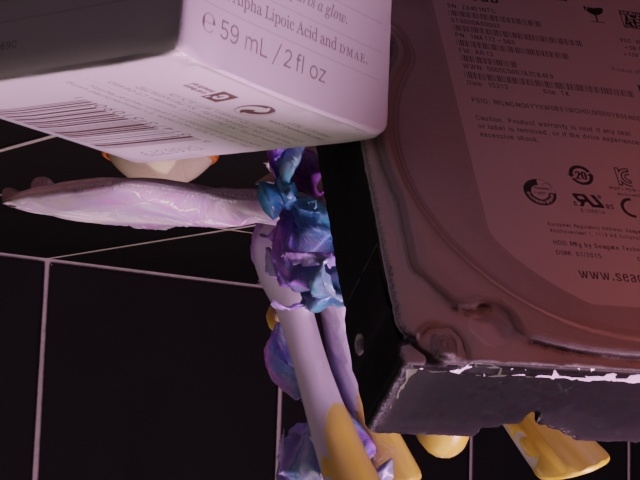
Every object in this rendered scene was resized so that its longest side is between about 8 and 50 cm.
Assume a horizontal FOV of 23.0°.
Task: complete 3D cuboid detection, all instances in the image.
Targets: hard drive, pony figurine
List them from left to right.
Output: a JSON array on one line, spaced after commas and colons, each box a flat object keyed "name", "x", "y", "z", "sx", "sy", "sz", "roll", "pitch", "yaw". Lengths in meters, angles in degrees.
[{"name": "pony figurine", "x": 0.000, "y": 0.000, "z": 1.045, "sx": 0.302, "sy": 0.363, "sz": 0.351, "roll": -19, "pitch": -179, "yaw": -36}, {"name": "hard drive", "x": 0.114, "y": -0.057, "z": 0.789, "sx": 0.236, "sy": 0.339, "sz": 0.064, "roll": 5, "pitch": 139, "yaw": -17}]

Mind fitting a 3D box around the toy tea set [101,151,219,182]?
[{"name": "toy tea set", "x": -0.144, "y": -0.106, "z": 1.164, "sx": 0.200, "sy": 0.124, "sz": 0.336, "roll": -4, "pitch": 170, "yaw": 37}]

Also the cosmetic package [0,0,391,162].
[{"name": "cosmetic package", "x": -0.068, "y": -0.142, "z": 0.695, "sx": 0.151, "sy": 0.184, "sz": 0.151, "roll": -3, "pitch": 170, "yaw": 34}]
